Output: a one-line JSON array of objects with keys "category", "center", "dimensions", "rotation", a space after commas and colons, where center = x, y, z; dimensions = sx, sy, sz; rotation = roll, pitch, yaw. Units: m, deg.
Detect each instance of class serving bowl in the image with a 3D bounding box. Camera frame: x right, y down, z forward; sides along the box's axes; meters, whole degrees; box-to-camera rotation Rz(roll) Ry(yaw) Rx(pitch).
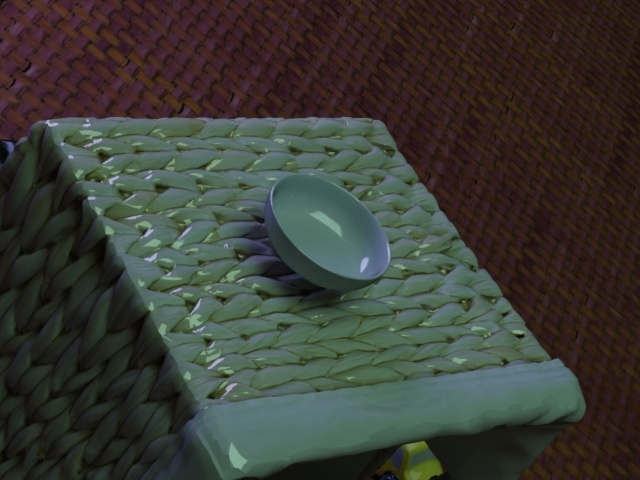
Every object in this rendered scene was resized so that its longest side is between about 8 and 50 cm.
[{"category": "serving bowl", "center": [0.000, 0.000, 1.126], "dimensions": [0.083, 0.027, 0.083], "rotation": [25, 34, -19]}]

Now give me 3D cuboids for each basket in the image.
[{"category": "basket", "center": [-0.082, 0.114, 1.233], "dimensions": [0.331, 0.328, 0.266], "rotation": [-6, 55, -47]}]

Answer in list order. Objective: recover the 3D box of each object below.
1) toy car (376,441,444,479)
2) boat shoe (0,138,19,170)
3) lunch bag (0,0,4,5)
[{"category": "toy car", "center": [0.035, 0.093, 1.596], "dimensions": [0.239, 0.053, 0.225], "rotation": [39, 36, -9]}, {"category": "boat shoe", "center": [-0.316, 0.019, 1.256], "dimensions": [0.324, 0.120, 0.123], "rotation": [-4, 53, -21]}, {"category": "lunch bag", "center": [-0.356, -0.206, 1.284], "dimensions": [0.256, 0.305, 0.213], "rotation": [30, 38, -23]}]
